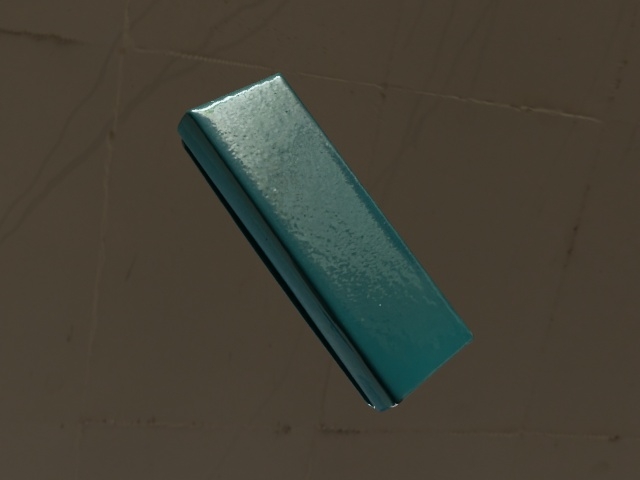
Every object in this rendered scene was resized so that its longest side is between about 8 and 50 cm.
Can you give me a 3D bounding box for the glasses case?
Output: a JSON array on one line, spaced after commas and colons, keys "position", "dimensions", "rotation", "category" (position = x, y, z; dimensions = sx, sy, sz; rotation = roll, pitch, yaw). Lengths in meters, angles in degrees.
[{"position": [-0.001, 0.001, 0.764], "dimensions": [0.117, 0.070, 0.301], "rotation": [-30, -96, -39], "category": "glasses case"}]
